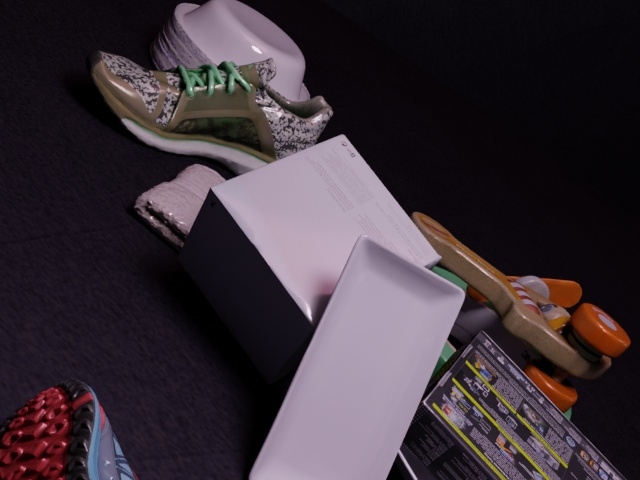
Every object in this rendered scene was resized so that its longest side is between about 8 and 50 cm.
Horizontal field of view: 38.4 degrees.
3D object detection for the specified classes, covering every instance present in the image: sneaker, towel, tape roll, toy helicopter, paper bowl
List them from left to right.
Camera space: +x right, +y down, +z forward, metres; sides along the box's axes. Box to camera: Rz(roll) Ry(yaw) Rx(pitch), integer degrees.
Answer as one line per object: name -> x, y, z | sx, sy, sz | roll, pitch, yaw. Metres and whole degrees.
sneaker -> -0.172, 0.213, 0.679 | 0.262, 0.104, 0.125 | 52, -8, 52
sneaker -> -0.149, -0.218, 1.365 | 0.410, 0.182, 0.158 | 19, 30, -39
paper bowl -> -0.141, -0.312, 1.602 | 0.284, 0.148, 0.284 | 33, 22, -15
towel -> -0.096, 0.011, 1.194 | 0.282, 0.049, 0.187 | 39, 22, 1
tape roll -> 0.219, 0.170, 1.338 | 0.321, 0.077, 0.321 | 32, 24, -16
toy helicopter -> 0.272, 0.071, 1.335 | 0.355, 0.140, 0.235 | 37, 21, 2

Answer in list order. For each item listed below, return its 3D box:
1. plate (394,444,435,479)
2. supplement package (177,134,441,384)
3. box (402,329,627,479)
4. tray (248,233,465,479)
plate -> 0.213, 0.324, 1.037 | 0.277, 0.045, 0.278 | 4, 48, -48
supplement package -> -0.016, 0.019, 1.058 | 0.203, 0.149, 0.194 | -26, 71, -37
box -> 0.226, 0.251, 1.041 | 0.270, 0.060, 0.216 | 46, 31, 6
tray -> 0.037, 0.142, 0.933 | 0.145, 0.270, 0.030 | 30, -10, -25
